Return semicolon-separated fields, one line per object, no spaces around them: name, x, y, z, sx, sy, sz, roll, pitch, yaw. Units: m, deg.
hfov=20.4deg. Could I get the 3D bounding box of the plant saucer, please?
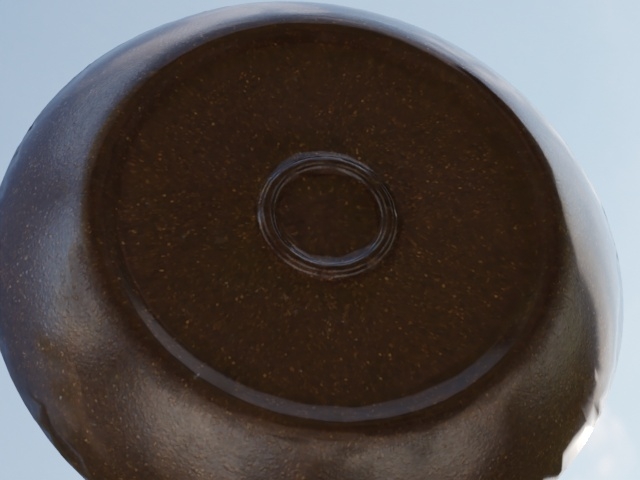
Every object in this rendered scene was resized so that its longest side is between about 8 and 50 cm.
plant saucer;0.000;0.000;0.537;0.199;0.198;0.036;-18;-24;-19
